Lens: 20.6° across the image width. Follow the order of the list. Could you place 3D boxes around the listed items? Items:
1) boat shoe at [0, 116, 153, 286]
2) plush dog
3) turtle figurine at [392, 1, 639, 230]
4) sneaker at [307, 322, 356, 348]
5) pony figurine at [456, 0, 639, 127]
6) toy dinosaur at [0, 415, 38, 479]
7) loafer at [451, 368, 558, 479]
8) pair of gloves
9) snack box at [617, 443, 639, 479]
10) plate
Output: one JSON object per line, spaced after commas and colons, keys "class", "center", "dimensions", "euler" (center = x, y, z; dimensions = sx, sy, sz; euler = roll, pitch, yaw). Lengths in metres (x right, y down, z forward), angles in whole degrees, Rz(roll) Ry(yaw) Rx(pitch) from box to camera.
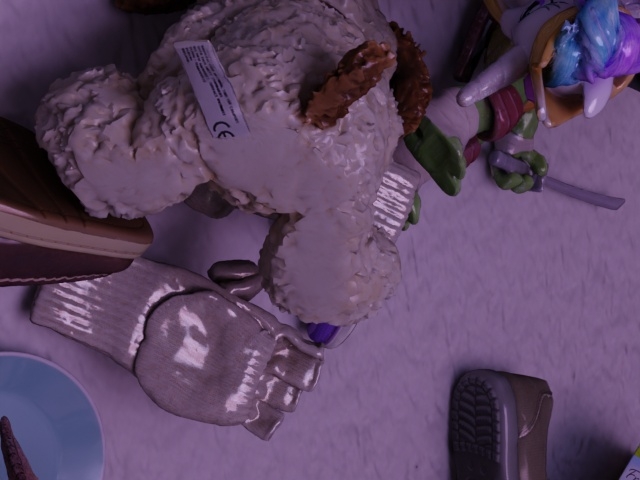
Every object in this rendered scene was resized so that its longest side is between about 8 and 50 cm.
{"class": "boat shoe", "center": [-0.262, -0.008, 1.067], "dimensions": [0.342, 0.123, 0.123], "euler": [7, 123, -44]}
{"class": "plush dog", "center": [-0.025, -0.108, 1.127], "dimensions": [0.262, 0.225, 0.210], "euler": [27, 126, -18]}
{"class": "turtle figurine", "center": [0.182, -0.078, 1.336], "dimensions": [0.266, 0.198, 0.274], "euler": [-30, 117, -26]}
{"class": "sneaker", "center": [0.000, 0.000, 1.315], "dimensions": [0.071, 0.068, 0.170], "euler": [0, 114, -6]}
{"class": "pony figurine", "center": [0.223, -0.183, 1.151], "dimensions": [0.351, 0.363, 0.303], "euler": [-9, 121, -7]}
{"class": "toy dinosaur", "center": [-0.200, 0.262, 1.055], "dimensions": [0.200, 0.127, 0.295], "euler": [22, 82, -80]}
{"class": "loafer", "center": [0.165, 0.226, 1.488], "dimensions": [0.087, 0.094, 0.251], "euler": [-10, 110, -32]}
{"class": "pair of gloves", "center": [-0.061, 0.004, 1.210], "dimensions": [0.204, 0.042, 0.240], "euler": [33, 79, -10]}
{"class": "snack box", "center": [0.261, 0.280, 1.548], "dimensions": [0.207, 0.070, 0.174], "euler": [-56, 166, -9]}
{"class": "plate", "center": [-0.232, 0.163, 1.194], "dimensions": [0.188, 0.024, 0.188], "euler": [-14, 112, -36]}
